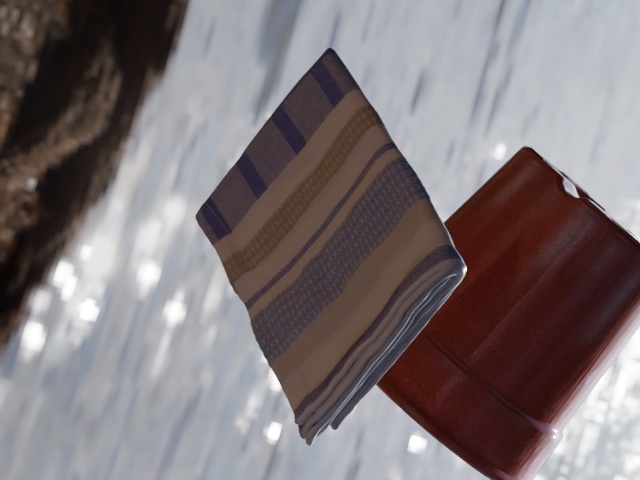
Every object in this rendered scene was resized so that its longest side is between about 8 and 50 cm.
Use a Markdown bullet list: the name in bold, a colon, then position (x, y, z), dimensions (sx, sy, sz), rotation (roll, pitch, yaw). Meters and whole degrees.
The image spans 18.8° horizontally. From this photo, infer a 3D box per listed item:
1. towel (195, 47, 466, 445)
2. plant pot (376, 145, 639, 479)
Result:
- **towel**: position (0.000, 0.000, 1.590), dimensions (0.034, 0.285, 0.209), rotation (18, 122, -40)
- **plant pot**: position (0.193, 0.066, 1.931), dimensions (0.265, 0.272, 0.272), rotation (-50, 167, 7)
